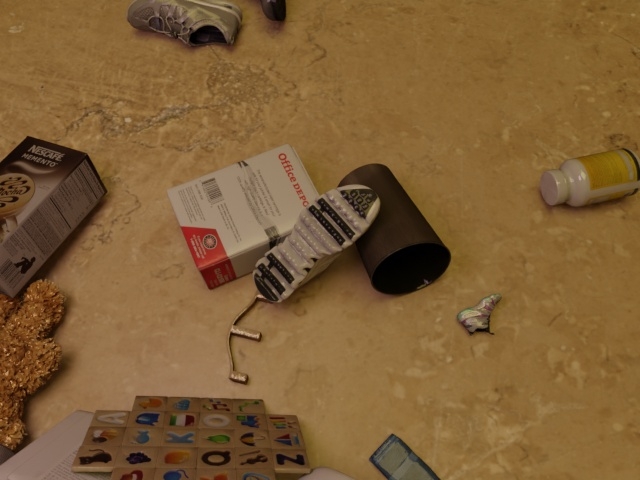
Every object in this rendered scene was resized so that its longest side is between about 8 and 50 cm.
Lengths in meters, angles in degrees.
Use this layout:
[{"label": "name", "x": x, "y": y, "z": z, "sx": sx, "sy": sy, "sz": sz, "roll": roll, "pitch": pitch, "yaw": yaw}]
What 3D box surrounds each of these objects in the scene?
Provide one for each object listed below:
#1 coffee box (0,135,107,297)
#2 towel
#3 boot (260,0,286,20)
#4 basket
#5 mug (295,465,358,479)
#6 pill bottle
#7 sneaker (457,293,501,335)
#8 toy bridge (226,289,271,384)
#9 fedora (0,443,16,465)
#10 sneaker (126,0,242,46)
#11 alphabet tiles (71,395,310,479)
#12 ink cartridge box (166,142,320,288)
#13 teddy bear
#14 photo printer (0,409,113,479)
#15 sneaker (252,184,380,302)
[{"label": "coffee box", "x": -0.593, "y": -0.055, "z": 1.164, "sx": 0.168, "sy": 0.118, "sz": 0.297, "roll": 16, "pitch": 55, "yaw": 19}, {"label": "towel", "x": 0.149, "y": 0.403, "z": 1.029, "sx": 0.067, "sy": 0.029, "sz": 0.119, "roll": -42, "pitch": 71, "yaw": -17}, {"label": "boot", "x": -0.211, "y": -0.663, "z": 1.502, "sx": 0.223, "sy": 0.118, "sz": 0.337, "roll": -10, "pitch": 54, "yaw": -1}, {"label": "basket", "x": 0.129, "y": -0.030, "z": 1.160, "sx": 0.154, "sy": 0.204, "sz": 0.226, "roll": -38, "pitch": 57, "yaw": 18}, {"label": "mug", "x": -0.049, "y": 0.511, "z": 0.872, "sx": 0.374, "sy": 0.276, "sz": 0.328, "roll": 8, "pitch": 53, "yaw": 38}, {"label": "pill bottle", "x": 0.566, "y": -0.128, "z": 1.234, "sx": 0.184, "sy": 0.103, "sz": 0.103, "roll": -12, "pitch": 65, "yaw": -5}, {"label": "sneaker", "x": 0.323, "y": 0.151, "z": 1.144, "sx": 0.098, "sy": 0.038, "sz": 0.069, "roll": -30, "pitch": 69, "yaw": -3}, {"label": "toy bridge", "x": -0.146, "y": 0.179, "z": 1.139, "sx": 0.063, "sy": 0.026, "sz": 0.188, "roll": 12, "pitch": 65, "yaw": 7}, {"label": "fedora", "x": -0.572, "y": 0.396, "z": 0.933, "sx": 0.244, "sy": 0.275, "sz": 0.124, "roll": -22, "pitch": 39, "yaw": 12}, {"label": "sneaker", "x": -0.336, "y": -0.532, "z": 1.432, "sx": 0.282, "sy": 0.105, "sz": 0.115, "roll": 2, "pitch": 65, "yaw": 1}, {"label": "alphabet tiles", "x": -0.195, "y": 0.318, "z": 0.935, "sx": 0.343, "sy": 0.285, "sz": 0.011, "roll": 5, "pitch": 101, "yaw": -11}, {"label": "ink cartridge box", "x": -0.143, "y": -0.052, "z": 1.199, "sx": 0.273, "sy": 0.114, "sz": 0.196, "roll": -23, "pitch": 66, "yaw": -9}, {"label": "teddy bear", "x": -0.590, "y": 0.218, "z": 1.079, "sx": 0.245, "sy": 0.113, "sz": 0.337, "roll": 19, "pitch": 66, "yaw": 11}, {"label": "photo printer", "x": -0.338, "y": 0.383, "z": 0.897, "sx": 0.256, "sy": 0.307, "sz": 0.107, "roll": 28, "pitch": 95, "yaw": 1}, {"label": "sneaker", "x": 0.000, "y": 0.000, "z": 1.108, "sx": 0.292, "sy": 0.118, "sz": 0.110, "roll": -41, "pitch": 76, "yaw": 23}]
